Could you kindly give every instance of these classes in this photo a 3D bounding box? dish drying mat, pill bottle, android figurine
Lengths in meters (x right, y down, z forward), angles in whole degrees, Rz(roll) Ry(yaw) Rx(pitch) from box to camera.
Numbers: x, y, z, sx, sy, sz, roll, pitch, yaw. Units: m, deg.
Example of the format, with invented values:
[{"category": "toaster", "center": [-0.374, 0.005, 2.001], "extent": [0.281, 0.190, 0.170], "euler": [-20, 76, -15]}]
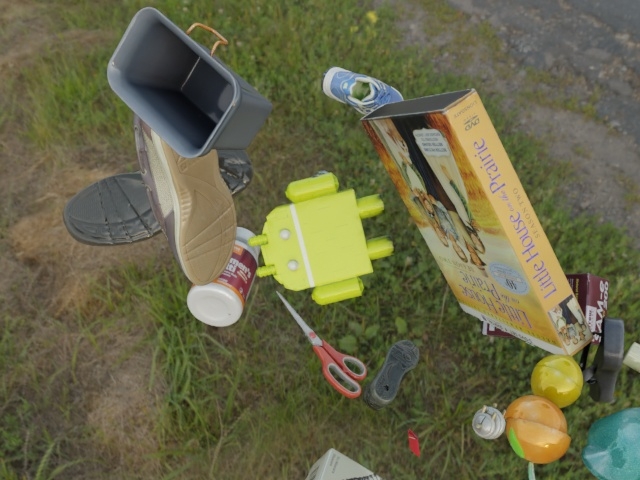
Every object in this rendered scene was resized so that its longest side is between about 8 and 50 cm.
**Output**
[{"category": "dish drying mat", "center": [0.212, 0.461, 1.428], "extent": [0.008, 0.083, 0.032], "euler": [-33, 47, -21]}, {"category": "pill bottle", "center": [-0.207, 0.074, 1.400], "extent": [0.121, 0.121, 0.221], "euler": [5, 39, 8]}, {"category": "android figurine", "center": [0.000, 0.000, 1.217], "extent": [0.272, 0.248, 0.056], "euler": [-12, 8, -1]}]

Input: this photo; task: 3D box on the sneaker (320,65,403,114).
[{"category": "sneaker", "center": [0.099, -0.296, 1.297], "extent": [0.211, 0.080, 0.081], "euler": [4, 21, -40]}]

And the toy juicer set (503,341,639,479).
[{"category": "toy juicer set", "center": [0.322, 0.205, 0.663], "extent": [0.329, 0.090, 0.209], "euler": [-10, 39, -35]}]

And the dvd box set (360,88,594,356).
[{"category": "dvd box set", "center": [0.235, -0.032, 1.007], "extent": [0.062, 0.420, 0.307], "euler": [-34, 17, -10]}]

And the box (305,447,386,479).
[{"category": "box", "center": [0.099, 0.468, 1.031], "extent": [0.275, 0.094, 0.113], "euler": [30, 40, -3]}]

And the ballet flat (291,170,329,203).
[{"category": "ballet flat", "center": [-0.036, -0.081, 1.439], "extent": [0.070, 0.188, 0.070], "euler": [21, 34, -15]}]

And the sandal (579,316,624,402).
[{"category": "sandal", "center": [0.421, 0.177, 0.959], "extent": [0.054, 0.254, 0.097], "euler": [2, 62, 21]}]

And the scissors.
[{"category": "scissors", "center": [-0.013, 0.234, 1.427], "extent": [0.297, 0.021, 0.109], "euler": [42, 41, 4]}]

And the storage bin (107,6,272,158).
[{"category": "storage bin", "center": [-0.110, -0.145, 0.583], "extent": [0.135, 0.098, 0.091], "euler": [42, 19, 17]}]

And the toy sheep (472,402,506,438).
[{"category": "toy sheep", "center": [0.443, 0.479, 1.657], "extent": [0.132, 0.091, 0.091], "euler": [11, 31, -44]}]

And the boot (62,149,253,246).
[{"category": "boot", "center": [-0.319, -0.098, 1.327], "extent": [0.377, 0.138, 0.284], "euler": [-23, 7, -2]}]

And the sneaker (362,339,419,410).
[{"category": "sneaker", "center": [0.180, 0.361, 1.673], "extent": [0.087, 0.130, 0.227], "euler": [37, 48, 2]}]

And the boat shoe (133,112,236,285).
[{"category": "boat shoe", "center": [-0.190, -0.065, 0.875], "extent": [0.092, 0.285, 0.103], "euler": [25, 48, 35]}]

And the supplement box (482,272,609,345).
[{"category": "supplement box", "center": [0.442, 0.135, 1.253], "extent": [0.073, 0.239, 0.130], "euler": [14, 79, -32]}]
